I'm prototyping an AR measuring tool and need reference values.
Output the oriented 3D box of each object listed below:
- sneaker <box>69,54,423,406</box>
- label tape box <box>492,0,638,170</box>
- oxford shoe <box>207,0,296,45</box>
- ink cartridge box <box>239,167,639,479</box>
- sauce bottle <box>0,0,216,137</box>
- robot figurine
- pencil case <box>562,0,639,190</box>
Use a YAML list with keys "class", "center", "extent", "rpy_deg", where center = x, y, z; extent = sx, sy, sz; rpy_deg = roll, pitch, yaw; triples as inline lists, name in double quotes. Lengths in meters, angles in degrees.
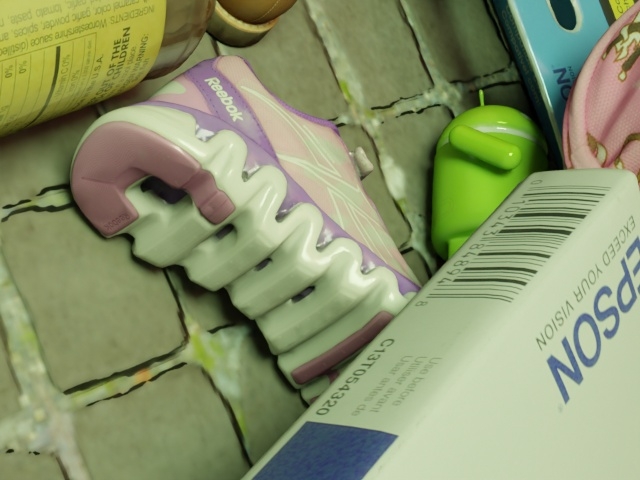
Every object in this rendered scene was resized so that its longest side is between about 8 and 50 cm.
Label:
- class: "sneaker"
  center: [0.000, 0.000, 0.522]
  extent: [0.236, 0.095, 0.104]
  rpy_deg: [43, 42, -19]
- class: "label tape box"
  center: [0.197, -0.169, 0.750]
  extent: [0.347, 0.115, 0.249]
  rpy_deg: [-15, 82, -39]
- class: "oxford shoe"
  center: [-0.053, -0.215, 0.573]
  extent: [0.076, 0.076, 0.212]
  rpy_deg: [-19, 84, -43]
- class: "ink cartridge box"
  center: [0.085, 0.189, 0.454]
  extent: [0.324, 0.071, 0.330]
  rpy_deg: [-43, 118, -39]
- class: "sauce bottle"
  center: [-0.187, -0.066, 0.366]
  extent: [0.344, 0.111, 0.111]
  rpy_deg: [-28, 91, -45]
- class: "robot figurine"
  center: [0.098, -0.028, 0.630]
  extent: [0.101, 0.067, 0.115]
  rpy_deg: [49, 40, -53]
- class: "pencil case"
  center: [0.275, 0.018, 0.631]
  extent: [0.386, 0.167, 0.160]
  rpy_deg: [48, 52, -45]
